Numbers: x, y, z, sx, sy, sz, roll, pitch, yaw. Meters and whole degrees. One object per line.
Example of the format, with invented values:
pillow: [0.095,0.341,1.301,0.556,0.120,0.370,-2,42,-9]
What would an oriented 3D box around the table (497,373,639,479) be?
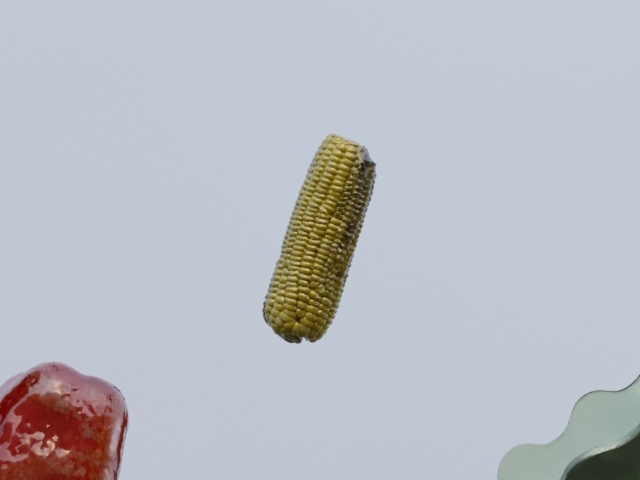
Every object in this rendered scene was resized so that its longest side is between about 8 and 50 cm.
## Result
table: [0.234,0.183,1.226,0.198,0.166,0.166,-40,-50,20]

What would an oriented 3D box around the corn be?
corn: [0.000,0.000,1.550,0.072,0.203,0.072,17,0,0]

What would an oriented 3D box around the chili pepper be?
chili pepper: [-0.134,0.116,0.746,0.073,0.123,0.070,11,-13,33]
